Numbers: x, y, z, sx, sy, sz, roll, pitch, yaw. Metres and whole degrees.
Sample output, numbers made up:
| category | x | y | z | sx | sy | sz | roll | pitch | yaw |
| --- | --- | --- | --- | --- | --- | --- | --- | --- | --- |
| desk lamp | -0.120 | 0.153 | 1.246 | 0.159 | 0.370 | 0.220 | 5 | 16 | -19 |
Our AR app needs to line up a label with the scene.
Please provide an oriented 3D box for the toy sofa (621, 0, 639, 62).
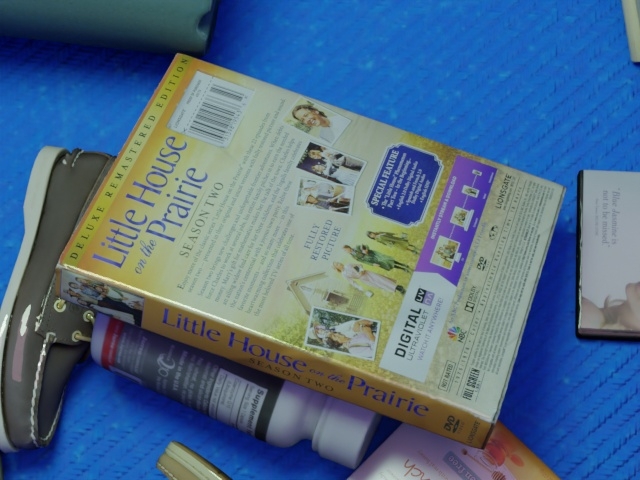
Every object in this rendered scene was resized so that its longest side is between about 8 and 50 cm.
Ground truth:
| category | x | y | z | sx | sy | sz | roll | pitch | yaw |
| --- | --- | --- | --- | --- | --- | --- | --- | --- | --- |
| toy sofa | 0.498 | -0.294 | 1.650 | 0.363 | 0.177 | 0.150 | -12 | 99 | -1 |

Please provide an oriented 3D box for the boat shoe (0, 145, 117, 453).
| category | x | y | z | sx | sy | sz | roll | pitch | yaw |
| --- | --- | --- | --- | --- | --- | --- | --- | --- | --- |
| boat shoe | -0.260 | 0.059 | 1.584 | 0.097 | 0.116 | 0.324 | 5 | 69 | 7 |

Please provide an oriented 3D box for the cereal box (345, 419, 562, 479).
| category | x | y | z | sx | sy | sz | roll | pitch | yaw |
| --- | --- | --- | --- | --- | --- | --- | --- | --- | --- |
| cereal box | 0.107 | 0.277 | 1.542 | 0.173 | 0.047 | 0.240 | 43 | 80 | 12 |

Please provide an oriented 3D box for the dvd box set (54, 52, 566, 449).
| category | x | y | z | sx | sy | sz | roll | pitch | yaw |
| --- | --- | --- | --- | --- | --- | --- | --- | --- | --- |
| dvd box set | 0.000 | 0.000 | 1.491 | 0.421 | 0.062 | 0.307 | 19 | 50 | 4 |

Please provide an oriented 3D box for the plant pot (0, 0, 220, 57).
| category | x | y | z | sx | sy | sz | roll | pitch | yaw |
| --- | --- | --- | --- | --- | --- | --- | --- | --- | --- |
| plant pot | -0.255 | -0.343 | 1.598 | 0.334 | 0.341 | 0.341 | 11 | 75 | -3 |

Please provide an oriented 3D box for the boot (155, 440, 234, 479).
| category | x | y | z | sx | sy | sz | roll | pitch | yaw |
| --- | --- | --- | --- | --- | --- | --- | --- | --- | --- |
| boot | -0.112 | 0.340 | 1.469 | 0.203 | 0.095 | 0.262 | -42 | 88 | -4 |

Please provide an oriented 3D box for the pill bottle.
| category | x | y | z | sx | sy | sz | roll | pitch | yaw |
| --- | --- | --- | --- | --- | --- | --- | --- | --- | --- |
| pill bottle | -0.067 | 0.104 | 1.537 | 0.283 | 0.161 | 0.161 | 23 | 77 | 8 |

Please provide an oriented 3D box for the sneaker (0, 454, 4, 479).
| category | x | y | z | sx | sy | sz | roll | pitch | yaw |
| --- | --- | --- | --- | --- | --- | --- | --- | --- | --- |
| sneaker | -0.378 | 0.235 | 1.539 | 0.130 | 0.087 | 0.227 | -9 | 71 | -19 |

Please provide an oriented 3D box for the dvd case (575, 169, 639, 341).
| category | x | y | z | sx | sy | sz | roll | pitch | yaw |
| --- | --- | --- | --- | --- | --- | --- | --- | --- | --- |
| dvd case | 0.392 | 0.019 | 1.616 | 0.253 | 0.022 | 0.180 | 3 | 75 | 2 |
